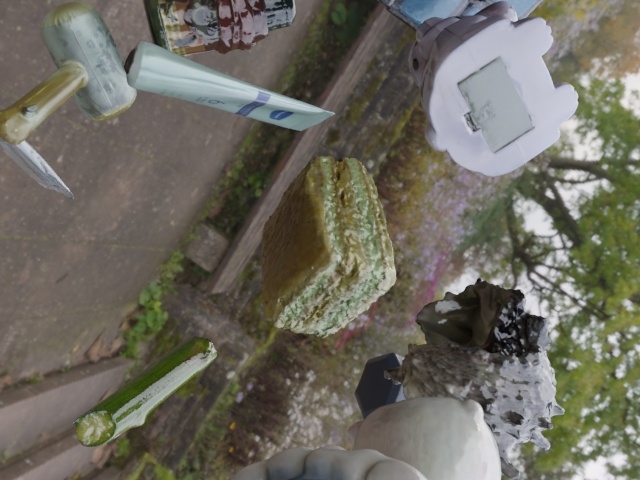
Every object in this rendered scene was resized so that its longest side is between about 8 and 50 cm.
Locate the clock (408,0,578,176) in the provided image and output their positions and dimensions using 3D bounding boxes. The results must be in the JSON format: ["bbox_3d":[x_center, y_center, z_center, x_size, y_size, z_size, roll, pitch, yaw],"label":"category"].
[{"bbox_3d":[0.195,-0.221,0.821,0.254,0.188,0.189,-97,-149,-56],"label":"clock"}]

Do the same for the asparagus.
[{"bbox_3d":[-0.260,0.226,0.983,0.060,0.067,0.277,-54,172,31],"label":"asparagus"}]

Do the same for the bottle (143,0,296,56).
[{"bbox_3d":[-0.181,-0.424,1.161,0.271,0.143,0.156,-13,155,-9],"label":"bottle"}]

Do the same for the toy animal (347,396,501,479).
[{"bbox_3d":[0.063,0.259,0.504,0.138,0.140,0.283,-40,-164,47],"label":"toy animal"}]

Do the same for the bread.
[{"bbox_3d":[0.000,0.000,0.731,0.138,0.102,0.196,-44,-143,37],"label":"bread"}]

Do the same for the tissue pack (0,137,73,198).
[{"bbox_3d":[-0.586,-0.159,1.271,0.026,0.122,0.193,-55,130,-24],"label":"tissue pack"}]

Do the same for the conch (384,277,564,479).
[{"bbox_3d":[0.210,0.184,0.892,0.313,0.240,0.186,-78,173,-48],"label":"conch"}]

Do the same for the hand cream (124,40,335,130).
[{"bbox_3d":[-0.139,-0.229,0.975,0.109,0.320,0.067,-12,-110,57],"label":"hand cream"}]

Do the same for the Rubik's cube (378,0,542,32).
[{"bbox_3d":[0.211,-0.521,1.013,0.301,0.305,0.304,-47,-146,32],"label":"Rubik's cube"}]

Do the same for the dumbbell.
[{"bbox_3d":[0.235,0.369,1.428,0.144,0.324,0.160,17,-98,60],"label":"dumbbell"}]

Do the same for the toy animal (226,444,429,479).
[{"bbox_3d":[-0.004,0.218,0.303,0.204,0.208,0.156,-21,167,-36],"label":"toy animal"}]

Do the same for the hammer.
[{"bbox_3d":[-0.427,-0.252,1.030,0.306,0.113,0.202,-68,142,-50],"label":"hammer"}]
